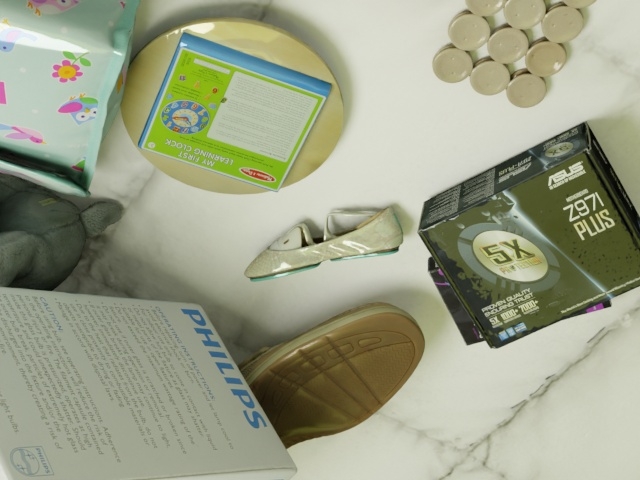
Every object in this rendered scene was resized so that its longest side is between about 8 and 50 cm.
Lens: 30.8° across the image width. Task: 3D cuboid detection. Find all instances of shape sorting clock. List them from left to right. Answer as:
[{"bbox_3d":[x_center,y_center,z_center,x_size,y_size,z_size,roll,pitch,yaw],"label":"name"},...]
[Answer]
[{"bbox_3d":[-0.081,-0.121,1.078,0.206,0.040,0.206,0,132,0],"label":"shape sorting clock"}]

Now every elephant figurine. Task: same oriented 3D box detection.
[{"bbox_3d":[-0.344,0.053,1.172,0.186,0.169,0.239,26,122,1],"label":"elephant figurine"}]

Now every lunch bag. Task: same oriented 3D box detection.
[{"bbox_3d":[-0.283,-0.144,1.000,0.224,0.160,0.262,15,141,-13],"label":"lunch bag"}]

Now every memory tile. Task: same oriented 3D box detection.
[{"bbox_3d":[0.172,-0.189,1.023,0.113,0.012,0.148,16,129,-10],"label":"memory tile"}]

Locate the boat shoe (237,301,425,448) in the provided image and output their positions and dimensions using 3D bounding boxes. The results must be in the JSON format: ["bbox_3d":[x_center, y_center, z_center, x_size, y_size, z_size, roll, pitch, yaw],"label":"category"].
[{"bbox_3d":[-0.039,0.157,1.267,0.341,0.110,0.121,-33,116,18],"label":"boat shoe"}]

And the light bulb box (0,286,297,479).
[{"bbox_3d":[-0.287,0.240,1.116,0.358,0.225,0.361,-45,151,22],"label":"light bulb box"}]

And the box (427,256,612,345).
[{"bbox_3d":[0.206,0.042,1.205,0.162,0.029,0.116,-18,126,16],"label":"box"}]

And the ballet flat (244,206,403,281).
[{"bbox_3d":[0.000,0.000,1.177,0.168,0.057,0.052,-12,100,9],"label":"ballet flat"}]

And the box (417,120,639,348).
[{"bbox_3d":[0.208,-0.003,1.108,0.180,0.077,0.147,-26,108,21],"label":"box"}]
